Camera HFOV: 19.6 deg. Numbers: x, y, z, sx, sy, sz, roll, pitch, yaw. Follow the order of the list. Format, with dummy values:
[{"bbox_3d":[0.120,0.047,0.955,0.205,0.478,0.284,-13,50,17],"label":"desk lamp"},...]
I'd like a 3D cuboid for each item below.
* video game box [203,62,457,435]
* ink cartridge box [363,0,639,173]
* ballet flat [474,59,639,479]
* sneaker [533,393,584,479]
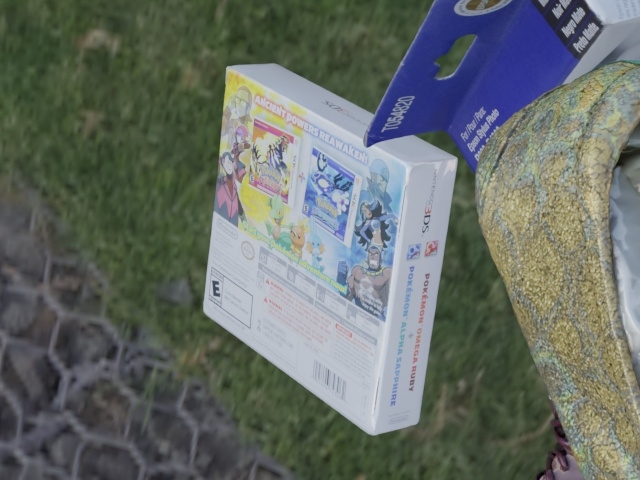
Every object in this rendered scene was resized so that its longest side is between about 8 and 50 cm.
[{"bbox_3d":[0.000,0.000,1.222,0.048,0.187,0.205,-12,29,-34],"label":"video game box"},{"bbox_3d":[0.151,-0.093,0.956,0.224,0.223,0.045,-12,74,-13],"label":"ink cartridge box"},{"bbox_3d":[0.158,0.097,0.637,0.123,0.123,0.348,-17,79,-23],"label":"ballet flat"},{"bbox_3d":[0.171,0.161,1.356,0.281,0.106,0.162,-26,99,16],"label":"sneaker"}]
